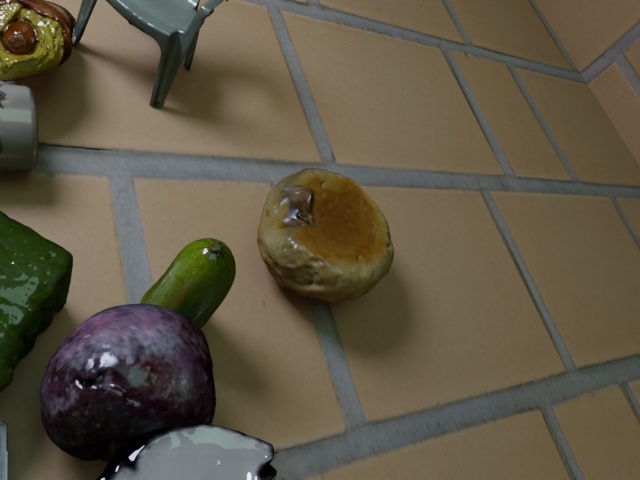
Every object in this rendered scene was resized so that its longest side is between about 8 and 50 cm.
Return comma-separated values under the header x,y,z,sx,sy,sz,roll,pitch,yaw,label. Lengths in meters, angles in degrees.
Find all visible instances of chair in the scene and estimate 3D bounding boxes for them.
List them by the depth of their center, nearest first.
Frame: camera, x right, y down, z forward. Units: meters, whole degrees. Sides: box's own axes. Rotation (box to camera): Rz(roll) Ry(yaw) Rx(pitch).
x,y,z,sx,sy,sz,roll,pitch,yaw,label
-0.260,-0.408,0.926,0.203,0.274,0.191,39,46,-7,chair

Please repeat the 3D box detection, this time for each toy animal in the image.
x,y,z,sx,sy,sz,roll,pitch,yaw,label
-0.129,0.308,0.523,0.212,0.267,0.213,9,44,-9,toy animal

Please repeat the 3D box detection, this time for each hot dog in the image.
x,y,z,sx,sy,sz,roll,pitch,yaw,label
-0.432,-0.316,0.823,0.123,0.093,0.262,0,36,-21,hot dog

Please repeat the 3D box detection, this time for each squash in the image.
x,y,z,sx,sy,sz,roll,pitch,yaw,label
-0.167,0.063,0.724,0.095,0.188,0.095,18,52,-25,squash

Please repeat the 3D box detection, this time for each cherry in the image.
x,y,z,sx,sy,sz,roll,pitch,yaw,label
-0.216,0.162,0.637,0.195,0.195,0.195,17,52,-23,cherry

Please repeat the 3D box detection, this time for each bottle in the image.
x,y,z,sx,sy,sz,roll,pitch,yaw,label
-0.501,-0.147,0.700,0.253,0.120,0.121,-4,62,-33,bottle

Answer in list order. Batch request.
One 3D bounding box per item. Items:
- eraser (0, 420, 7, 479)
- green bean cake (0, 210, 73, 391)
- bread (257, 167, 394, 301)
x,y,z,sx,sy,sz,roll,pitch,yaw,label
-0.340,0.254,0.573,0.029,0.052,0.122,1,59,-31,eraser
-0.421,0.060,0.609,0.248,0.125,0.222,30,50,-9,green bean cake
0.000,0.000,0.914,0.244,0.134,0.245,16,51,-20,bread
